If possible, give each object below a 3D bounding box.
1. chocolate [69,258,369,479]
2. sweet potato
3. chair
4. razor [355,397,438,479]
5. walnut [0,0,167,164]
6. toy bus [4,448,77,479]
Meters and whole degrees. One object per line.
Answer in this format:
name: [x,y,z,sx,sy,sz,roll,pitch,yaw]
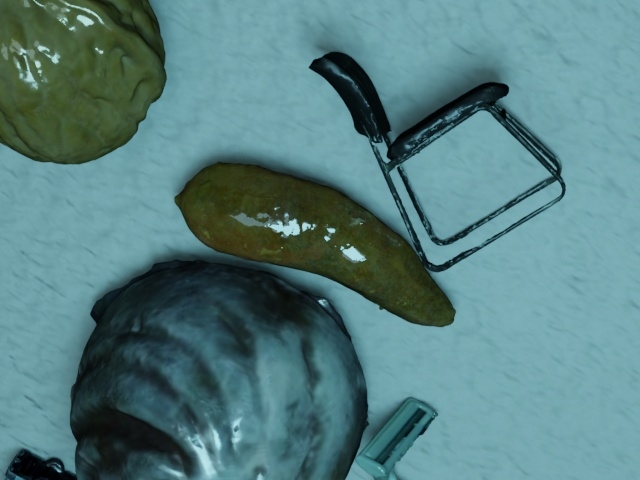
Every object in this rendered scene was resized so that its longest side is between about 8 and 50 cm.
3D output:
chocolate: [-0.113,0.188,1.347,0.303,0.213,0.303,3,110,8]
sweet potato: [0.001,-0.001,1.374,0.292,0.097,0.097,22,103,0]
chair: [0.106,-0.106,1.320,0.145,0.140,0.221,-33,94,11]
razor: [0.105,0.304,1.441,0.056,0.111,0.278,-7,111,35]
walnut: [-0.239,-0.172,1.297,0.213,0.213,0.213,1,102,6]
toy bus: [-0.268,0.273,1.475,0.123,0.060,0.075,27,107,-2]
